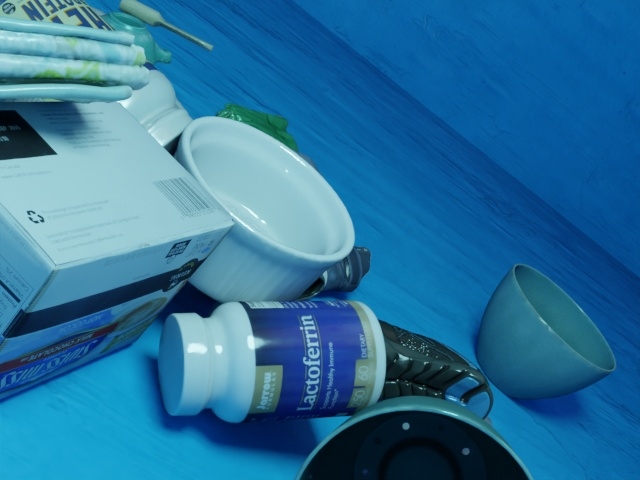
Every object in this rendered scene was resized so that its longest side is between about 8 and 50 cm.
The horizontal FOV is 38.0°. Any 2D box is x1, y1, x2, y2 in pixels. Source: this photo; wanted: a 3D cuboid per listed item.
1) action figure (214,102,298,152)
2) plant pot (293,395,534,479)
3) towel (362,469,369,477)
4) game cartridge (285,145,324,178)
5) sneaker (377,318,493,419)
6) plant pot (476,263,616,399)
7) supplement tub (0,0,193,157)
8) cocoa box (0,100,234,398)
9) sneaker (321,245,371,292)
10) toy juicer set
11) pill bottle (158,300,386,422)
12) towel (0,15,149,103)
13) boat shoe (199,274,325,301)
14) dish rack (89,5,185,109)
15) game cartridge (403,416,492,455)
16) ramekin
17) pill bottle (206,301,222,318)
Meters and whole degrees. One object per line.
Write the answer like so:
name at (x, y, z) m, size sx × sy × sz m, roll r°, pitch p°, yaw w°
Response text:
action figure at (-0.141, -0.240, 1.974) m, size 0.232 × 0.063 × 0.137 m, roll 17°, pitch 35°, yaw -54°
plant pot at (0.116, 0.322, 1.125) m, size 0.293 × 0.293 × 0.235 m, roll 45°, pitch 6°, yaw 4°
towel at (0.098, 0.360, 1.291) m, size 0.119 × 0.067 × 0.029 m, roll 57°, pitch -5°, yaw 29°
game cartridge at (-0.085, -0.130, 1.889) m, size 0.297 × 0.062 × 0.198 m, roll 19°, pitch 28°, yaw -45°
sneaker at (0.108, 0.194, 1.485) m, size 0.340 × 0.125 × 0.139 m, roll 25°, pitch 11°, yaw 5°
plant pot at (0.443, 0.219, 1.951) m, size 0.290 × 0.195 × 0.290 m, roll 35°, pitch 24°, yaw -18°
supplement tub at (-0.355, -0.199, 1.310) m, size 0.325 × 0.235 × 0.235 m, roll 43°, pitch 22°, yaw 0°
cocoa box at (-0.310, 0.002, 1.027) m, size 0.231 × 0.228 × 0.347 m, roll 45°, pitch 22°, yaw 11°
sneaker at (-0.001, 0.002, 1.723) m, size 0.163 × 0.086 × 0.226 m, roll 2°, pitch 54°, yaw -43°
toy juicer set at (-0.369, -0.359, 1.609) m, size 0.209 × 0.089 × 0.329 m, roll 37°, pitch 27°, yaw 23°
pill bottle at (-0.063, 0.153, 1.184) m, size 0.264 × 0.153 × 0.153 m, roll 1°, pitch 41°, yaw -24°
towel at (-0.410, -0.196, 0.956) m, size 0.374 × 0.090 × 0.320 m, roll -3°, pitch 14°, yaw -43°
boat shoe at (-0.083, 0.057, 1.470) m, size 0.099 × 0.116 × 0.319 m, roll 45°, pitch 17°, yaw 15°
dish rack at (-0.407, -0.307, 1.638) m, size 0.285 × 0.072 × 0.333 m, roll 5°, pitch 44°, yaw -56°
game cartridge at (0.207, 0.363, 1.480) m, size 0.230 × 0.068 × 0.355 m, roll 31°, pitch 25°, yaw -18°
ramekin at (-0.102, -0.030, 1.280) m, size 0.277 × 0.135 × 0.277 m, roll 31°, pitch 27°, yaw -18°
pill bottle at (-0.070, 0.149, 1.326) m, size 0.186 × 0.112 × 0.112 m, roll 36°, pitch 23°, yaw -18°
